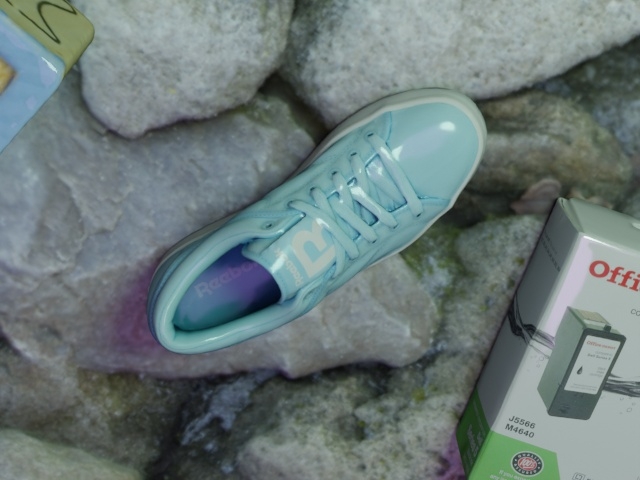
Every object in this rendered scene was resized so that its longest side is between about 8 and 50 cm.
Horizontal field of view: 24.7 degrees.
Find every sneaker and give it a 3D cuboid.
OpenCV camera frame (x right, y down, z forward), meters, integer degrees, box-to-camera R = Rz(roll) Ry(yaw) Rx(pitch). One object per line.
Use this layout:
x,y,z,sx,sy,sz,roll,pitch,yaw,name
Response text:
0.000,0.000,1.326,0.366,0.150,0.135,-36,106,11,sneaker

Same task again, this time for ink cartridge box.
0.273,0.123,1.388,0.198,0.115,0.273,19,108,-6,ink cartridge box

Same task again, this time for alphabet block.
-0.330,-0.156,1.247,0.192,0.197,0.193,43,103,-13,alphabet block
